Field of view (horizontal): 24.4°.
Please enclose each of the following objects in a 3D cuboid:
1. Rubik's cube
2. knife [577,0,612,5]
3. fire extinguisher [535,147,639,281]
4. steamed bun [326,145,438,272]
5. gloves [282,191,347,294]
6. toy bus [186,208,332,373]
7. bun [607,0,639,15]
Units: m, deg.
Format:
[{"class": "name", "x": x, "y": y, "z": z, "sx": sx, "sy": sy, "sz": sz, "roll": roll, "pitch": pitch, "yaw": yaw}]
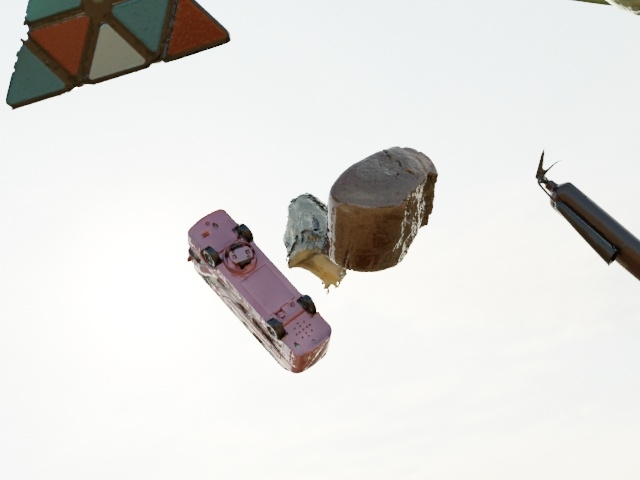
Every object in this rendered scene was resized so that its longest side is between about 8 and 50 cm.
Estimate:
[{"class": "Rubik's cube", "x": -0.244, "y": -0.320, "z": 1.750, "sx": 0.250, "sy": 0.234, "sz": 0.284, "roll": -3, "pitch": 22, "yaw": 35}, {"class": "knife", "x": 0.283, "y": -0.356, "z": 2.049, "sx": 0.293, "sy": 0.043, "sz": 0.019, "roll": 10, "pitch": -41, "yaw": 10}, {"class": "fire extinguisher", "x": 0.243, "y": -0.006, "z": 1.286, "sx": 0.049, "sy": 0.173, "sz": 0.035, "roll": -40, "pitch": -17, "yaw": -28}, {"class": "steamed bun", "x": 0.085, "y": -0.034, "z": 1.963, "sx": 0.175, "sy": 0.106, "sz": 0.144, "roll": -36, "pitch": -38, "yaw": -37}, {"class": "gloves", "x": 0.002, "y": -0.003, "z": 2.071, "sx": 0.114, "sy": 0.153, "sz": 0.070, "roll": 32, "pitch": -63, "yaw": -19}, {"class": "toy bus", "x": -0.070, "y": 0.059, "z": 1.652, "sx": 0.063, "sy": 0.203, "sz": 0.090, "roll": -35, "pitch": -19, "yaw": -21}, {"class": "bun", "x": 0.361, "y": -0.389, "z": 1.536, "sx": 0.293, "sy": 0.293, "sz": 0.187, "roll": -29, "pitch": -23, "yaw": 18}]
